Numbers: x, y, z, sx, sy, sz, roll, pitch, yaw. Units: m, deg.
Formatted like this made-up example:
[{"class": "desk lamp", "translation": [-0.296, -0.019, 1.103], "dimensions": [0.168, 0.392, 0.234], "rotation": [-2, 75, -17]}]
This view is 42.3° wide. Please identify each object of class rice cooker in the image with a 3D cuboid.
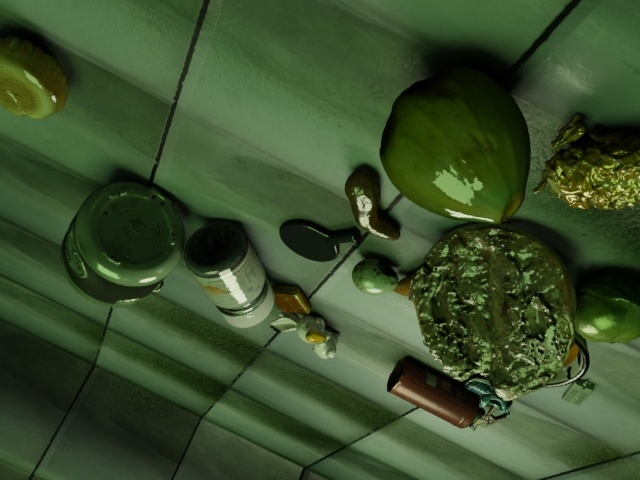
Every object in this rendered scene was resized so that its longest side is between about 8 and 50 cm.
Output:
[{"class": "rice cooker", "translation": [-0.500, 0.011, 2.072], "dimensions": [0.288, 0.288, 0.277], "rotation": [32, 150, -14]}]

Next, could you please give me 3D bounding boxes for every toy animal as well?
[{"class": "toy animal", "translation": [-0.040, 0.259, 2.294], "dimensions": [0.182, 0.131, 0.127], "rotation": [43, 124, -13]}]

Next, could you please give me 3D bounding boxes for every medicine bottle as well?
[{"class": "medicine bottle", "translation": [-0.225, 0.091, 2.104], "dimensions": [0.165, 0.165, 0.273], "rotation": [8, 146, 25]}]

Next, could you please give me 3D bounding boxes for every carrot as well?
[{"class": "carrot", "translation": [0.235, 0.103, 1.898], "dimensions": [0.072, 0.072, 0.205], "rotation": [40, 147, -26]}]

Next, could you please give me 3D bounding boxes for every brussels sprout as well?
[{"class": "brussels sprout", "translation": [0.575, 0.137, 1.661], "dimensions": [0.145, 0.131, 0.183], "rotation": [18, 157, -37]}]

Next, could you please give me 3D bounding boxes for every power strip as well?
[{"class": "power strip", "translation": [0.652, 0.383, 2.097], "dimensions": [0.051, 0.019, 0.136], "rotation": [21, 150, 8]}]

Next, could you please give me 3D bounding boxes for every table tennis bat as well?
[{"class": "table tennis bat", "translation": [0.000, 0.000, 1.943], "dimensions": [0.236, 0.027, 0.150], "rotation": [-9, 137, 45]}]

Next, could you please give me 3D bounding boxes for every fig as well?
[{"class": "fig", "translation": [0.226, -0.139, 1.334], "dimensions": [0.271, 0.239, 0.239], "rotation": [61, 157, 20]}]

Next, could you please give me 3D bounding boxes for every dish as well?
[{"class": "dish", "translation": [0.459, 0.203, 1.839], "dimensions": [0.303, 0.120, 0.303], "rotation": [15, 143, 12]}]

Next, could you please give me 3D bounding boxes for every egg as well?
[{"class": "egg", "translation": [0.128, 0.085, 1.928], "dimensions": [0.110, 0.085, 0.085], "rotation": [13, 149, 9]}]

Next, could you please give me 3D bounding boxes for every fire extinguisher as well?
[{"class": "fire extinguisher", "translation": [0.364, 0.437, 2.319], "dimensions": [0.337, 0.106, 0.147], "rotation": [27, 125, -7]}]

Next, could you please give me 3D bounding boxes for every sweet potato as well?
[{"class": "sweet potato", "translation": [0.103, -0.067, 1.733], "dimensions": [0.081, 0.062, 0.233], "rotation": [6, 148, 26]}]

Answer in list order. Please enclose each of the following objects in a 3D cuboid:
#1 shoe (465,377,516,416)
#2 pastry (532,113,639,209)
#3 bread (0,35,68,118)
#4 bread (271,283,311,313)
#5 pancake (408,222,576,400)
[{"class": "shoe", "translation": [0.456, 0.421, 2.245], "dimensions": [0.143, 0.071, 0.064], "rotation": [27, 150, 5]}, {"class": "pastry", "translation": [0.473, -0.120, 1.343], "dimensions": [0.250, 0.102, 0.154], "rotation": [3, 143, 33]}, {"class": "bread", "translation": [-0.630, -0.350, 1.751], "dimensions": [0.213, 0.104, 0.213], "rotation": [21, 150, 13]}, {"class": "bread", "translation": [-0.080, 0.159, 2.241], "dimensions": [0.090, 0.035, 0.094], "rotation": [4, 144, 29]}, {"class": "pancake", "translation": [0.345, 0.146, 1.703], "dimensions": [0.382, 0.071, 0.382], "rotation": [14, 111, 39]}]
